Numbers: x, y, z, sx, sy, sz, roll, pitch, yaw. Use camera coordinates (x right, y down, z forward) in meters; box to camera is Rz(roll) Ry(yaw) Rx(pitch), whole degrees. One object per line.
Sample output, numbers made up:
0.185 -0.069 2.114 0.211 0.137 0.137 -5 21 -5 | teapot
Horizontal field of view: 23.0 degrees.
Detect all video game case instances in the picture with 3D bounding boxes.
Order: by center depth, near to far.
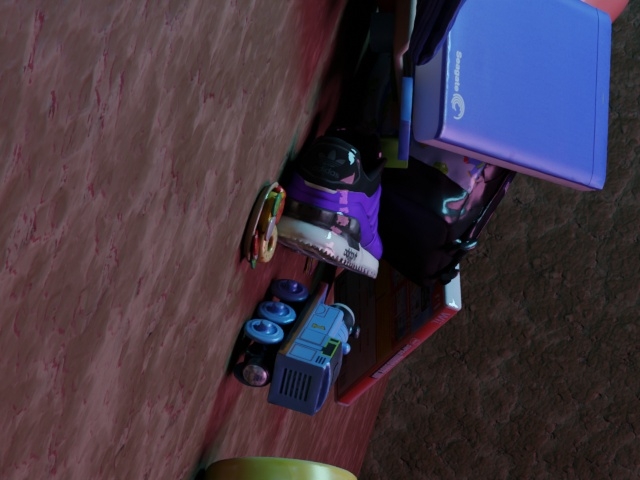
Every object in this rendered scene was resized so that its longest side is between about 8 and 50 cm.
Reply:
0.095 0.070 2.078 0.285 0.025 0.204 -47 -146 46 | video game case

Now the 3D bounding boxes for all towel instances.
0.150 -0.356 1.490 0.243 0.040 0.336 117 -13 -60 | towel
0.000 0.000 1.925 0.083 0.009 0.060 -61 167 -56 | towel

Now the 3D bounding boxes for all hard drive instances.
0.216 -0.182 1.708 0.319 0.040 0.210 12 79 -49 | hard drive

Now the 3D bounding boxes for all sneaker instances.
0.027 -0.047 1.657 0.293 0.102 0.146 33 75 -82 | sneaker

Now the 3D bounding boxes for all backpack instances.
0.158 -0.163 1.877 0.355 0.273 0.290 -49 170 -12 | backpack

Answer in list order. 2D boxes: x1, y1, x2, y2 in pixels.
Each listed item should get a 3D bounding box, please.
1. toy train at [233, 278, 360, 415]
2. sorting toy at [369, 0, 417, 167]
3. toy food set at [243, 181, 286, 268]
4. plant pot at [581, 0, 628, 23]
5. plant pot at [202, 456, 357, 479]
-0.022 0.108 1.659 0.184 0.105 0.080 -57 164 -61 | toy train
0.078 -0.238 1.672 0.196 0.047 0.347 86 8 -68 | sorting toy
-0.052 -0.014 1.479 0.082 0.020 0.083 -37 145 -76 | toy food set
0.258 -0.320 2.142 0.243 0.275 0.275 -56 166 -30 | plant pot
-0.051 0.357 1.631 0.254 0.254 0.239 86 7 -71 | plant pot
